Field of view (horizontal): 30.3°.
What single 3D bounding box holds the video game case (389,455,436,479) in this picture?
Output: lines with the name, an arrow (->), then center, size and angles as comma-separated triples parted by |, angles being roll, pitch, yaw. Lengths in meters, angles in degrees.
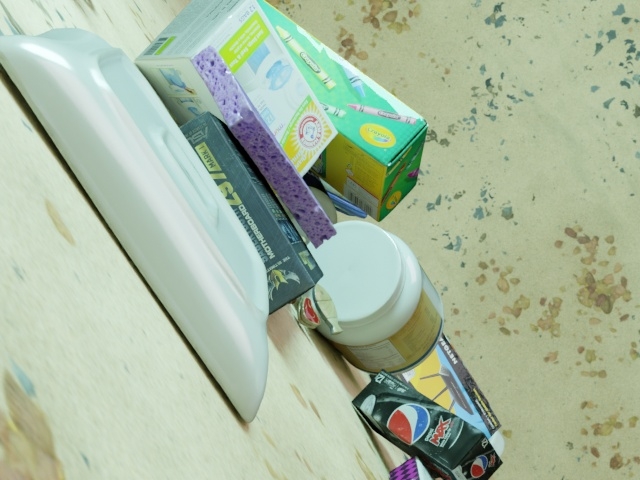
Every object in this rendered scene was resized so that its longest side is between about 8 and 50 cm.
video game case -> 0.138, 0.321, 1.111 | 0.210, 0.042, 0.232 | 56, 3, -2

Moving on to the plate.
plate -> -0.108, -0.036, 0.824 | 0.277, 0.045, 0.278 | 56, 3, -11

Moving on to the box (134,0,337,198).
box -> -0.089, -0.157, 1.310 | 0.103, 0.114, 0.203 | 8, -40, 46

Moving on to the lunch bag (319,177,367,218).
lunch bag -> -0.020, -0.119, 1.730 | 0.219, 0.090, 0.176 | 27, 6, -36

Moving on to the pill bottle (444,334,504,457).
pill bottle -> 0.193, 0.256, 1.836 | 0.221, 0.121, 0.121 | 56, 4, -23

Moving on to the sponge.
sponge -> -0.055, -0.090, 1.170 | 0.117, 0.031, 0.210 | 58, 2, 41

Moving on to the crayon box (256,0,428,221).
crayon box -> -0.005, -0.161, 1.451 | 0.278, 0.081, 0.165 | 39, -17, 14

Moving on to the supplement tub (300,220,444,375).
supplement tub -> 0.060, 0.070, 1.408 | 0.144, 0.144, 0.199 | 60, 4, 28

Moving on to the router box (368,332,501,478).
router box -> 0.165, 0.228, 1.687 | 0.133, 0.046, 0.179 | -34, 92, -42

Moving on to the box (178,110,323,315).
box -> -0.069, -0.024, 1.138 | 0.183, 0.059, 0.232 | 57, 3, 0

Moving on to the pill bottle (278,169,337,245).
pill bottle -> -0.031, -0.036, 1.492 | 0.094, 0.094, 0.169 | 56, 4, -28

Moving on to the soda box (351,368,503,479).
soda box -> 0.110, 0.201, 1.248 | 0.169, 0.053, 0.060 | 27, -22, 49

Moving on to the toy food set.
toy food set -> -0.024, 0.050, 1.292 | 0.078, 0.019, 0.122 | 10, 52, -47
